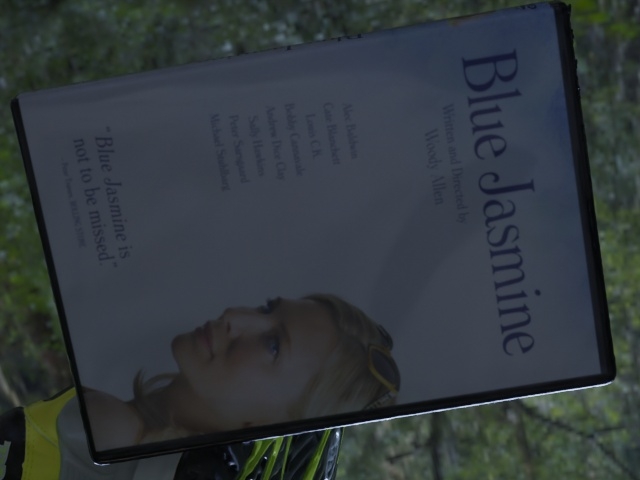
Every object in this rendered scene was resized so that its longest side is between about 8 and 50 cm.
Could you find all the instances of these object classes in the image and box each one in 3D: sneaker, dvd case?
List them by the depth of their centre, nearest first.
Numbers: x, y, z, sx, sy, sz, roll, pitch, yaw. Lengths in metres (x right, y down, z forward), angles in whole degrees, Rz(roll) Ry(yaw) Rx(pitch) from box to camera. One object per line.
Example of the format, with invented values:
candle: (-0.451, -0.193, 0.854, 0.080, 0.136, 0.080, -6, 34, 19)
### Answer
dvd case: (0.000, 0.000, 0.673, 0.253, 0.180, 0.022, -10, -167, 3)
sneaker: (-0.067, 0.099, 0.904, 0.147, 0.145, 0.384, 10, -178, 14)
